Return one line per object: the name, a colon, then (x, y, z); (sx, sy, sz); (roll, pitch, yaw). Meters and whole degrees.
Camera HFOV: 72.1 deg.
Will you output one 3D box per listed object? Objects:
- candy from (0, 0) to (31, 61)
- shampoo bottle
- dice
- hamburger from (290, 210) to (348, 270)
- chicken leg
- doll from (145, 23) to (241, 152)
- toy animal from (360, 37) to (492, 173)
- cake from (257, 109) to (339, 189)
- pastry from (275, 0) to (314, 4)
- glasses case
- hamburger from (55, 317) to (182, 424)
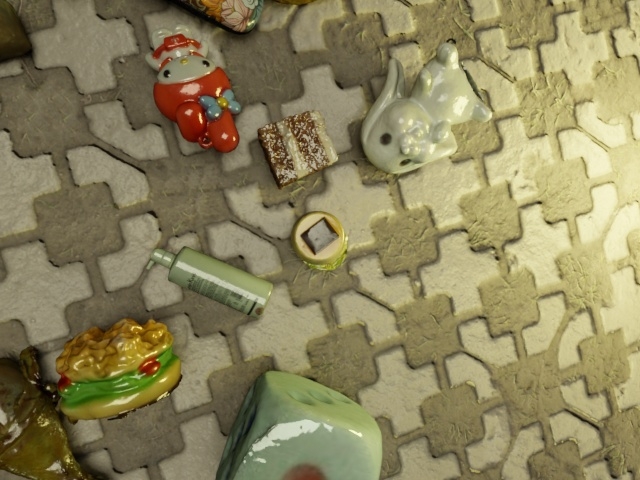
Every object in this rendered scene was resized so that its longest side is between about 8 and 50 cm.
candy: (-0.694, -0.385, 0.840); (0.233, 0.102, 0.104); (-25, 95, -9)
shampoo bottle: (-0.236, 0.080, 0.947); (0.262, 0.085, 0.085); (25, 86, -10)
dice: (-0.048, 0.443, 0.900); (0.267, 0.262, 0.265); (23, 86, -9)
hamburger: (0.000, 0.000, 0.998); (0.141, 0.081, 0.127); (36, 81, 2)
chicken leg: (-0.584, 0.405, 0.851); (0.211, 0.140, 0.362); (-26, 92, -18)
doll: (-0.263, -0.308, 0.914); (0.160, 0.130, 0.291); (-20, 80, -17)
toy animal: (0.217, -0.293, 0.996); (0.289, 0.174, 0.249); (-22, 107, -12)
cake: (-0.049, -0.199, 0.959); (0.147, 0.134, 0.135); (-22, 97, -4)
pastry: (-0.032, -0.597, 0.908); (0.239, 0.235, 0.132); (-22, 98, -29)
glasses case: (-0.268, -0.542, 0.895); (0.320, 0.082, 0.122); (22, 78, -25)
hamburger: (-0.391, 0.232, 0.853); (0.236, 0.237, 0.149); (-13, 95, -11)
